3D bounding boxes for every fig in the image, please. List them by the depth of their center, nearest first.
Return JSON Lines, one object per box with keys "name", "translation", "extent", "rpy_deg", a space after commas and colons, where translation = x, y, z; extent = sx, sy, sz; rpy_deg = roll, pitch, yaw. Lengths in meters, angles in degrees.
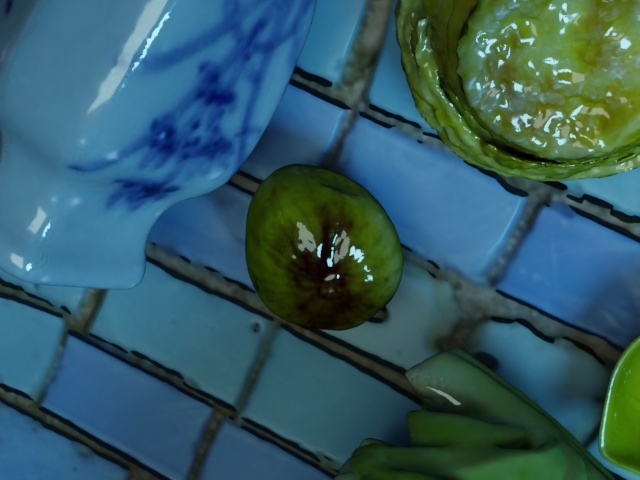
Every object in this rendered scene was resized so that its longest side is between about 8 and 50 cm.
{"name": "fig", "translation": [-0.001, 0.006, 0.989], "extent": [0.135, 0.121, 0.153], "rpy_deg": [-22, 93, 16]}

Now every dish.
{"name": "dish", "translation": [0.322, 0.120, 0.928], "extent": [0.207, 0.080, 0.149], "rpy_deg": [-29, 87, 22]}

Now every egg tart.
{"name": "egg tart", "translation": [0.185, -0.155, 0.856], "extent": [0.293, 0.123, 0.294], "rpy_deg": [7, 127, 10]}

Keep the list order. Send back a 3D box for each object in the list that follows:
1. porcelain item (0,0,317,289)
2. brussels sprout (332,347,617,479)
{"name": "porcelain item", "translation": [-0.140, -0.159, 0.941], "extent": [0.178, 0.242, 0.405], "rpy_deg": [44, 111, 32]}
{"name": "brussels sprout", "translation": [0.123, 0.340, 0.900], "extent": [0.361, 0.342, 0.425], "rpy_deg": [32, 111, 7]}
